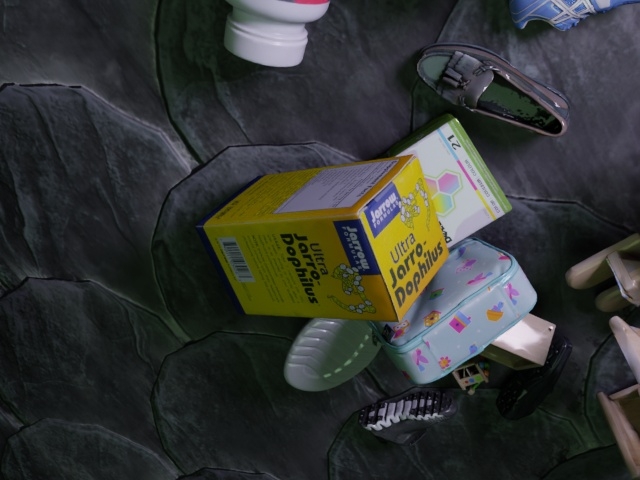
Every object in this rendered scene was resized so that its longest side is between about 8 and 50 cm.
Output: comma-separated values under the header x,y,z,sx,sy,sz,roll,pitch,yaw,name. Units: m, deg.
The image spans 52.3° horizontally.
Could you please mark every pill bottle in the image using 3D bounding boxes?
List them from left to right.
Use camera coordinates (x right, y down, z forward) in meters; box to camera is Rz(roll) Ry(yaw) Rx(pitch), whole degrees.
x,y,z,sx,sy,sz,roll,pitch,yaw,name
-0.057,-0.434,0.966,0.176,0.176,0.318,18,123,4,pill bottle

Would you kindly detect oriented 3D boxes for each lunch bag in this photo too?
x,y,z,sx,sy,sz,roll,pitch,yaw,name
0.215,0.116,1.157,0.279,0.224,0.108,-35,112,-2,lunch bag

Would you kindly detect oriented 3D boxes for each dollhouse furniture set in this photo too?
x,y,z,sx,sy,sz,roll,pitch,yaw,name
0.566,0.258,1.112,0.256,0.362,0.394,-35,136,27,dollhouse furniture set

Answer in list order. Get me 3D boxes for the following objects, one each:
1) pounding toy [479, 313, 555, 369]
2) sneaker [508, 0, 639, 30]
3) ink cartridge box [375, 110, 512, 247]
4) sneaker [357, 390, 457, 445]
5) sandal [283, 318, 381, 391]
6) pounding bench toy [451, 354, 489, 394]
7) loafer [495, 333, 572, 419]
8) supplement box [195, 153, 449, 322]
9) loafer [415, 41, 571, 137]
x,y,z,sx,sy,sz,roll,pitch,yaw,name
0.314,0.167,1.263,0.206,0.094,0.181,23,164,1,pounding toy
0.382,-0.358,0.959,0.211,0.080,0.081,7,128,22,sneaker
0.166,-0.071,1.127,0.255,0.097,0.189,-33,104,13,ink cartridge box
0.206,0.401,1.446,0.234,0.078,0.106,-20,115,28,sneaker
0.067,0.139,1.321,0.169,0.102,0.416,26,111,-19,sandal
0.322,0.278,1.353,0.065,0.052,0.083,-24,111,25,pounding bench toy
0.440,0.277,1.317,0.078,0.076,0.223,10,122,-27,loafer
0.000,0.000,1.106,0.357,0.194,0.195,-2,120,40,supplement box
0.278,-0.241,1.043,0.268,0.084,0.096,22,123,1,loafer
